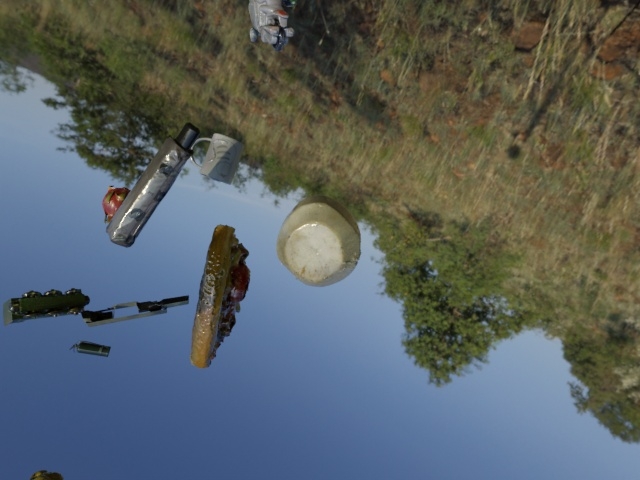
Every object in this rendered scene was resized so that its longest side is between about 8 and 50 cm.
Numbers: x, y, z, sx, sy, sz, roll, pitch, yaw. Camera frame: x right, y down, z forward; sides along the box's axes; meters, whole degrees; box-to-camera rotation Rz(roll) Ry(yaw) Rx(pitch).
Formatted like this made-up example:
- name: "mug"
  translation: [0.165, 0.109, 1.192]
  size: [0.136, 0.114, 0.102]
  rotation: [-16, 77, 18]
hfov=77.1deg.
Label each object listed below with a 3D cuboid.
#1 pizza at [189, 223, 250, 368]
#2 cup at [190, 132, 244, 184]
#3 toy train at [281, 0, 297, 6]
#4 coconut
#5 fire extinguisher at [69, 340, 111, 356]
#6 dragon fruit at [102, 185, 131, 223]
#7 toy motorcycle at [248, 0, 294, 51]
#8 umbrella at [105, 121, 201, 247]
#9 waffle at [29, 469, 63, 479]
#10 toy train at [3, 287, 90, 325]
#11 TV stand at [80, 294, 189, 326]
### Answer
- name: "pizza"
  translation: [-0.283, 0.148, 1.278]
  size: [0.130, 0.441, 0.406]
  rotation: [14, -170, 3]
- name: "cup"
  translation: [-0.309, -0.248, 1.200]
  size: [0.099, 0.133, 0.135]
  rotation: [21, -179, 45]
- name: "toy train"
  translation: [-0.085, -0.676, 0.887]
  size: [0.115, 0.270, 0.154]
  rotation: [12, -161, 21]
- name: "coconut"
  translation: [0.000, 0.000, 1.152]
  size: [0.244, 0.245, 0.247]
  rotation: [26, -162, 0]
- name: "fire extinguisher"
  translation: [-0.531, 0.248, 0.926]
  size: [0.083, 0.038, 0.025]
  rotation: [16, -157, -22]
- name: "dragon fruit"
  translation: [-0.569, -0.096, 1.126]
  size: [0.086, 0.116, 0.081]
  rotation: [16, 171, 41]
- name: "toy motorcycle"
  translation: [-0.154, -0.682, 1.178]
  size: [0.109, 0.171, 0.260]
  rotation: [-12, -125, -25]
- name: "umbrella"
  translation: [-0.393, -0.132, 0.951]
  size: [0.073, 0.338, 0.067]
  rotation: [39, -174, 27]
- name: "waffle"
  translation: [-0.323, 0.347, 0.403]
  size: [0.051, 0.149, 0.194]
  rotation: [6, -171, -7]
- name: "toy train"
  translation: [-0.876, 0.212, 1.291]
  size: [0.137, 0.090, 0.225]
  rotation: [-22, 165, 33]
- name: "TV stand"
  translation: [-0.462, 0.173, 1.018]
  size: [0.248, 0.036, 0.042]
  rotation: [-7, -117, -23]
